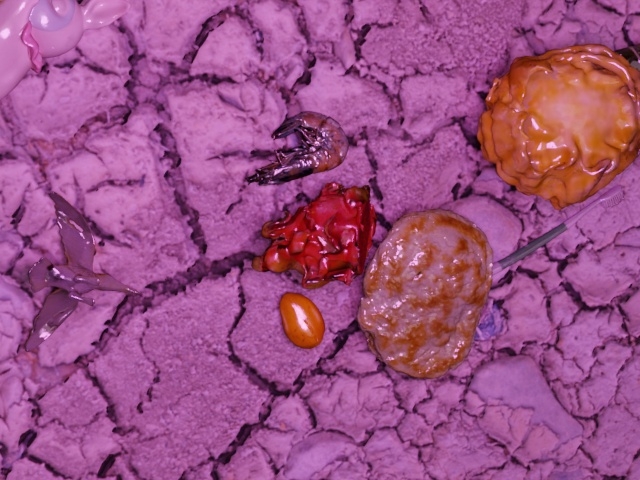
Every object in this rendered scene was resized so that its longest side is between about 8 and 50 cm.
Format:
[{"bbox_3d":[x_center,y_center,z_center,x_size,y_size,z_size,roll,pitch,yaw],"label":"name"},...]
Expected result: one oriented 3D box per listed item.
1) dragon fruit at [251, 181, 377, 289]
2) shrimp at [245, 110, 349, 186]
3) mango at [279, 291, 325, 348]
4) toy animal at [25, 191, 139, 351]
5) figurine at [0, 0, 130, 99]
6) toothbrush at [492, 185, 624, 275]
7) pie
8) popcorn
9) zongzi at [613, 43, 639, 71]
[{"bbox_3d":[0.000,0.000,1.603,0.207,0.150,0.133,-20,113,-24],"label":"dragon fruit"},{"bbox_3d":[-0.039,-0.126,1.636,0.161,0.034,0.091,-23,95,-17],"label":"shrimp"},{"bbox_3d":[-0.028,0.113,1.676,0.060,0.046,0.089,-34,104,-7],"label":"mango"},{"bbox_3d":[-0.315,0.063,1.559,0.155,0.095,0.219,17,97,-14],"label":"toy animal"},{"bbox_3d":[-0.371,-0.280,1.464,0.235,0.127,0.155,-37,99,-12],"label":"figurine"},{"bbox_3d":[0.354,-0.012,1.776,0.257,0.018,0.024,-30,114,-9],"label":"toothbrush"},{"bbox_3d":[0.142,0.072,1.691,0.201,0.090,0.248,13,98,-22],"label":"pie"},{"bbox_3d":[0.342,-0.160,1.655,0.250,0.190,0.250,-3,107,-10],"label":"popcorn"},{"bbox_3d":[0.461,-0.235,1.746,0.119,0.055,0.109,-14,107,-1],"label":"zongzi"}]
